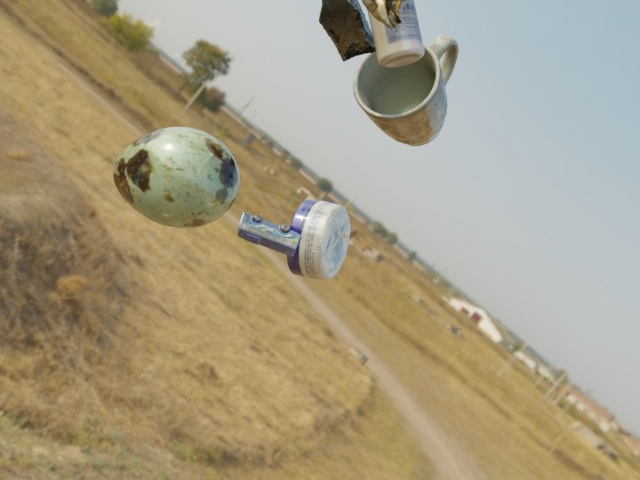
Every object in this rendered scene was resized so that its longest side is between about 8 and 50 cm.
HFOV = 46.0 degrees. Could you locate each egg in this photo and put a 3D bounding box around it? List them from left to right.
[{"bbox_3d":[-0.245,-0.106,1.264,0.231,0.169,0.169,8,-12,26],"label":"egg"}]

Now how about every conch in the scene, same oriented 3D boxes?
[{"bbox_3d":[0.119,-0.502,1.359,0.178,0.163,0.245,50,32,-84],"label":"conch"}]

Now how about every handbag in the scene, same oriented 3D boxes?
[{"bbox_3d":[0.056,-0.521,1.683,0.270,0.089,0.175,38,42,-65],"label":"handbag"}]

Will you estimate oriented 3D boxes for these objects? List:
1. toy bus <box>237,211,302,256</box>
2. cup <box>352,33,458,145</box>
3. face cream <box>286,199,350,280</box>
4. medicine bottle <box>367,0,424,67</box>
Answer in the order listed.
[{"bbox_3d":[-0.123,-0.015,1.779,0.153,0.061,0.051,20,-35,-2],"label":"toy bus"},{"bbox_3d":[0.252,-0.394,1.971,0.227,0.301,0.257,42,0,26],"label":"cup"},{"bbox_3d":[0.000,0.000,1.968,0.111,0.205,0.206,11,-8,22],"label":"face cream"},{"bbox_3d":[0.157,-0.476,1.622,0.103,0.103,0.186,17,62,-82],"label":"medicine bottle"}]
